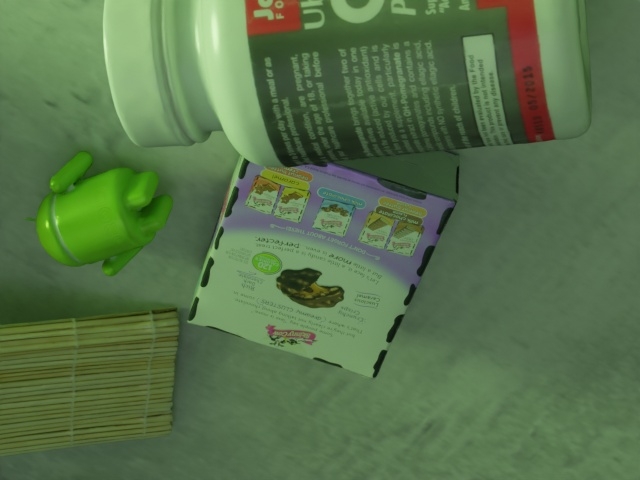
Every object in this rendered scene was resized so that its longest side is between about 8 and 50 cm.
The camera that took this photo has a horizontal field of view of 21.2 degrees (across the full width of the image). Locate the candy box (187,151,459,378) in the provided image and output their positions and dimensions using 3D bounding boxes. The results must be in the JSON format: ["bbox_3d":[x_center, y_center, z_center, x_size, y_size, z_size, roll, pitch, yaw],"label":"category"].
[{"bbox_3d":[0.000,0.000,1.361,0.165,0.070,0.196,18,127,-6],"label":"candy box"}]

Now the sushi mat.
[{"bbox_3d":[-0.280,0.132,1.468,0.316,0.019,0.151,-6,131,-14],"label":"sushi mat"}]

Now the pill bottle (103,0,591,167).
[{"bbox_3d":[0.022,-0.142,1.180,0.318,0.176,0.176,-5,127,11],"label":"pill bottle"}]

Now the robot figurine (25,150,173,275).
[{"bbox_3d":[-0.178,-0.018,1.372,0.115,0.067,0.101,-18,122,20],"label":"robot figurine"}]
